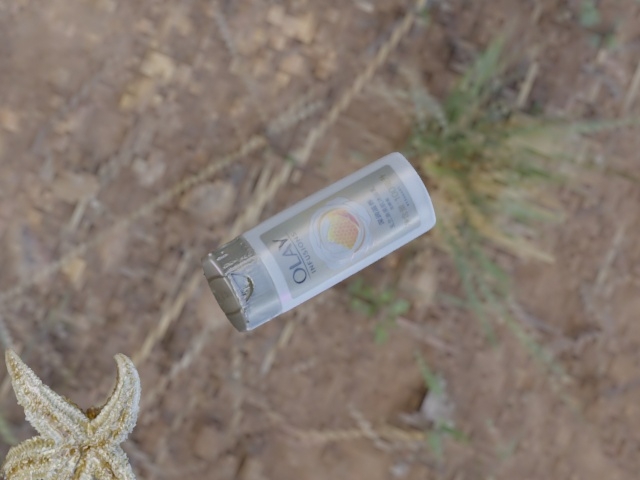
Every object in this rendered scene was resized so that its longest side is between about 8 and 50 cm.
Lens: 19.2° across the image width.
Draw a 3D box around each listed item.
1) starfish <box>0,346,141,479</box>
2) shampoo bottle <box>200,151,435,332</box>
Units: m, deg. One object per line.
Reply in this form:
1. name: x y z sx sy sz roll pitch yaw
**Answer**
1. starfish: -0.252 0.201 1.930 0.238 0.216 0.071 -45 -153 30
2. shampoo bottle: 0.000 0.000 1.791 0.227 0.086 0.056 -28 -178 -24
